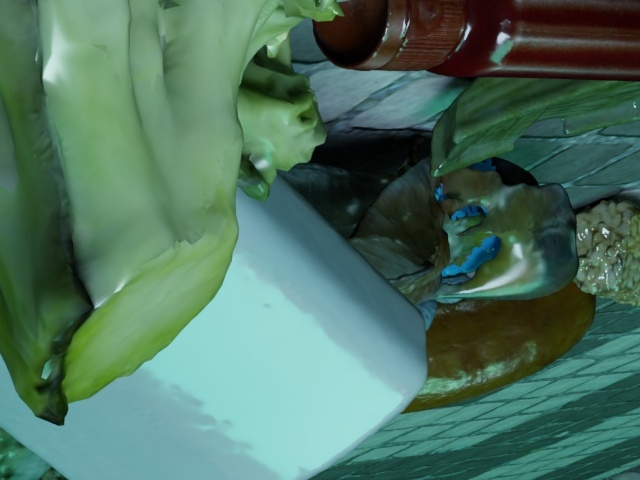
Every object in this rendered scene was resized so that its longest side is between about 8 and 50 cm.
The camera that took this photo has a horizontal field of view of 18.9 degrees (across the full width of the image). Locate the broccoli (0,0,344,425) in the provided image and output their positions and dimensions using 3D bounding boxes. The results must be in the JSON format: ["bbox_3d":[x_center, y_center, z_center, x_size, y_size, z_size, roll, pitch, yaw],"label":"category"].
[{"bbox_3d":[-0.075,-0.078,0.618,0.248,0.245,0.288,-34,162,25],"label":"broccoli"}]

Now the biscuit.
[{"bbox_3d":[0.257,0.012,1.608,0.070,0.082,0.168,5,176,27],"label":"biscuit"}]

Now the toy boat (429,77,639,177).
[{"bbox_3d":[0.201,-0.096,1.199,0.293,0.055,0.093,-11,163,-19],"label":"toy boat"}]

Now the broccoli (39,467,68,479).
[{"bbox_3d":[-0.150,0.148,1.439,0.249,0.302,0.375,4,137,6],"label":"broccoli"}]

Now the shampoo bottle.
[{"bbox_3d":[0.111,-0.114,0.989,0.260,0.064,0.102,-3,-162,-40],"label":"shampoo bottle"}]

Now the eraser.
[{"bbox_3d":[-0.106,0.010,0.891,0.189,0.104,0.290,-32,125,20],"label":"eraser"}]

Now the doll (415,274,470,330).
[{"bbox_3d":[0.048,0.039,1.351,0.120,0.075,0.180,8,-152,-1],"label":"doll"}]

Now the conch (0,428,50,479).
[{"bbox_3d":[-0.243,0.099,1.258,0.188,0.176,0.122,21,-169,31],"label":"conch"}]

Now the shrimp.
[{"bbox_3d":[0.000,0.000,1.158,0.446,0.110,0.221,-7,-167,-44],"label":"shrimp"}]

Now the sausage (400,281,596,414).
[{"bbox_3d":[0.116,0.085,1.675,0.270,0.109,0.109,-16,165,-13],"label":"sausage"}]
